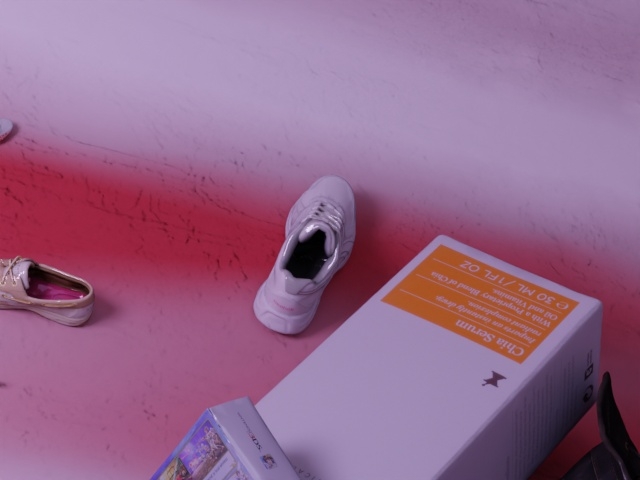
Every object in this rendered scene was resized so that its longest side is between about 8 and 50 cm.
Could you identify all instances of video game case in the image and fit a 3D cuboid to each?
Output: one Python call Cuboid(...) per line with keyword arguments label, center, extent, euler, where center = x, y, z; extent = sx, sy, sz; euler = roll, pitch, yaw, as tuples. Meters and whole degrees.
Cuboid(label="video game case", center=(-0.088, 0.329, 1.823), extent=(0.061, 0.269, 0.244), euler=(-15, 63, -45))

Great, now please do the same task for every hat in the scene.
Cuboid(label="hat", center=(0.317, 0.315, 2.039), extent=(0.134, 0.331, 0.331), euler=(-21, 59, 12))

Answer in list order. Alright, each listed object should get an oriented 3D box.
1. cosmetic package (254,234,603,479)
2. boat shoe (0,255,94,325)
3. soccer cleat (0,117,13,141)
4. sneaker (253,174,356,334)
Cuboid(label="cosmetic package", center=(0.096, 0.204, 2.004), extent=(0.230, 0.161, 0.453), euler=(23, 47, 29))
Cuboid(label="boat shoe", center=(-0.334, 0.045, 2.060), extent=(0.170, 0.059, 0.063), euler=(14, 53, -11))
Cuboid(label="soccer cleat", center=(-0.399, -0.129, 2.171), extent=(0.083, 0.035, 0.029), euler=(-24, 68, -32))
Cuboid(label="sneaker", center=(0.000, 0.000, 2.183), extent=(0.090, 0.115, 0.232), euler=(23, 52, -4))
